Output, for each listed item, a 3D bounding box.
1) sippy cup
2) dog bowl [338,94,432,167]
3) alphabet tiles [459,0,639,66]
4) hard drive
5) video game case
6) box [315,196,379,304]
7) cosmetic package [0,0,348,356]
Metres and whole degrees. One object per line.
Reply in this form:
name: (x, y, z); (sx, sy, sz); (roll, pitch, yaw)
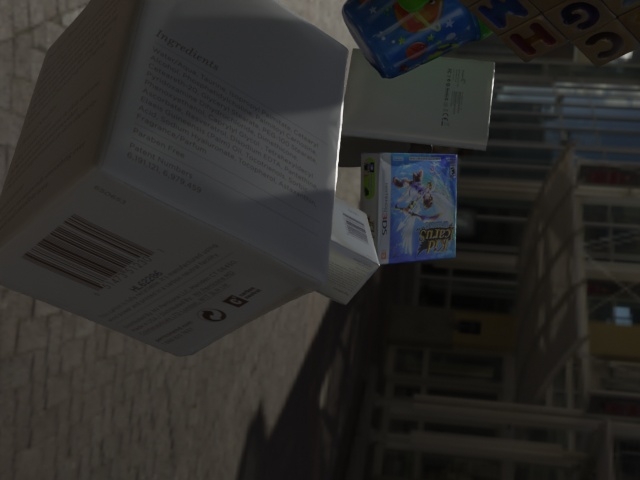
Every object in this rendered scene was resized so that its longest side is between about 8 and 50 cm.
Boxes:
sippy cup: (0.169, -0.424, 1.733); (0.240, 0.224, 0.305); (58, 3, 36)
dog bowl: (0.087, -0.246, 2.206); (0.349, 0.348, 0.102); (60, 26, -75)
alphabet tiles: (0.256, -0.292, 0.904); (0.342, 0.285, 0.011); (30, 51, -37)
hard drive: (0.207, -0.302, 1.983); (0.040, 0.307, 0.203); (80, 18, -67)
video game case: (0.202, -0.074, 2.103); (0.269, 0.061, 0.245); (-4, 98, -42)
box: (0.000, 0.000, 1.815); (0.119, 0.181, 0.181); (-51, -153, 25)
cosmetic package: (-0.195, -0.116, 1.239); (0.329, 0.327, 0.394); (-30, -136, 43)
